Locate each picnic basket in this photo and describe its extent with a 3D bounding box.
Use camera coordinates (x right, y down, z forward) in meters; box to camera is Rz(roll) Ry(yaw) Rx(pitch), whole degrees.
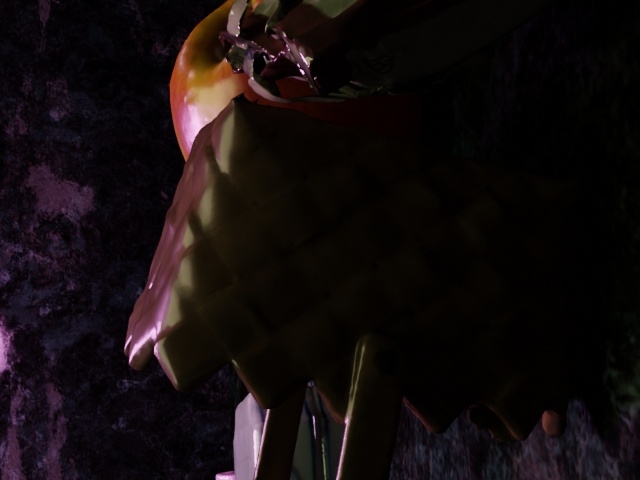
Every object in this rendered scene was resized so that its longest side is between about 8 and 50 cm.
[{"bbox_3d":[0.013,0.078,0.532,0.254,0.291,0.320,-173,94,-76],"label":"picnic basket"}]

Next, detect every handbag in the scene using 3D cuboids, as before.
[{"bbox_3d":[0.063,-0.163,0.472,0.213,0.235,0.127,-146,35,-70],"label":"handbag"}]

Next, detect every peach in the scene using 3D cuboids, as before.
[{"bbox_3d":[-0.012,-0.125,0.753,0.238,0.281,0.280,-3,88,43],"label":"peach"}]

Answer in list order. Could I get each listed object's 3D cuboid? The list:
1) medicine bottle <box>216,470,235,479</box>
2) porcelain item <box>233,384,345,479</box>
[{"bbox_3d":[-0.080,0.519,1.211,0.178,0.178,0.290,131,135,-71],"label":"medicine bottle"},{"bbox_3d":[-0.030,0.347,1.028,0.286,0.157,0.281,120,149,-67],"label":"porcelain item"}]
